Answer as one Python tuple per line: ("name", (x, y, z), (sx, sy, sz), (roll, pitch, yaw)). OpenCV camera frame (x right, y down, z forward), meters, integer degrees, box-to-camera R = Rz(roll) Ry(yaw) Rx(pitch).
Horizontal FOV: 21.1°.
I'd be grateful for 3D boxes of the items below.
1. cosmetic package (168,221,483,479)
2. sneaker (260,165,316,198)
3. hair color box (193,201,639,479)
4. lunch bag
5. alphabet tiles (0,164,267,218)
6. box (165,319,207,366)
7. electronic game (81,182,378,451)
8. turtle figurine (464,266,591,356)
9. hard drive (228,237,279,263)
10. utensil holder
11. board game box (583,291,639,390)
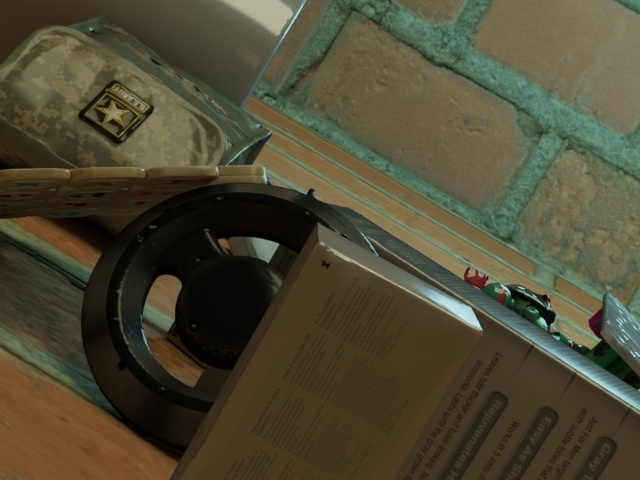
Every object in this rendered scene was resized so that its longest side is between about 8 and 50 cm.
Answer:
("cosmetic package", (-0.019, 0.118, 0.901), (0.099, 0.239, 0.060), (29, 10, -9))
("sneaker", (0.000, 0.000, 2.041), (0.224, 0.098, 0.083), (28, 10, -13))
("hair color box", (0.108, 0.143, 1.334), (0.374, 0.185, 0.113), (33, 7, 17))
("lunch bag", (-0.208, -0.102, 1.755), (0.235, 0.169, 0.287), (34, 17, 4))
("alphabet tiles", (-0.194, -0.042, 1.397), (0.284, 0.021, 0.278), (-2, -5, -16))
("box", (-0.058, 0.083, 1.533), (0.054, 0.059, 0.169), (38, 12, 31))
("electronic game", (-0.061, 0.054, 1.263), (0.229, 0.229, 0.048), (34, -25, 21))
("turtle figurine", (0.238, 0.115, 2.063), (0.234, 0.118, 0.175), (34, -9, -41))
("hard drive", (0.026, 0.085, 1.830), (0.233, 0.047, 0.353), (27, 10, -15))
("utensil holder", (-0.247, -0.274, 2.052), (0.385, 0.327, 0.327), (30, 9, -4))
("board game box", (0.458, 0.237, 2.041), (0.390, 0.050, 0.390), (47, 11, 3))
